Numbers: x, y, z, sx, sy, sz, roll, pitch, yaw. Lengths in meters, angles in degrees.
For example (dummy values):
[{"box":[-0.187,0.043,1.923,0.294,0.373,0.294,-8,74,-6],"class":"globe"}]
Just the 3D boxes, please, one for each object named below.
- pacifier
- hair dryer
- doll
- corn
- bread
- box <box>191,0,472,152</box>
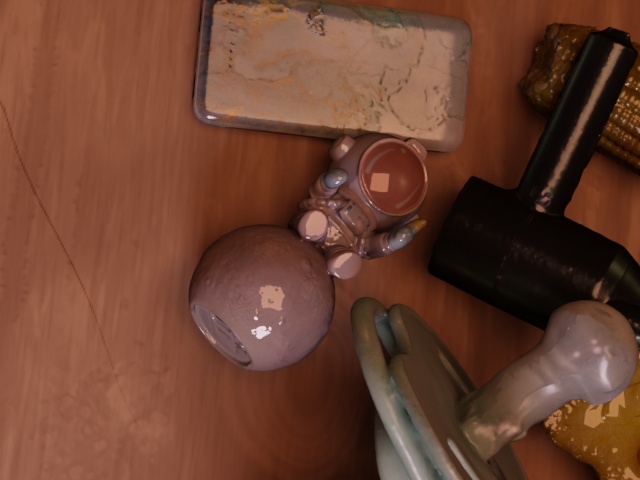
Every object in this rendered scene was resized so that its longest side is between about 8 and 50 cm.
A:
[{"box":[0.167,0.141,1.681,0.269,0.343,0.288,-36,105,8],"class":"pacifier"},{"box":[0.275,-0.050,1.779,0.244,0.116,0.302,25,100,10],"class":"hair dryer"},{"box":[0.000,0.000,1.767,0.151,0.151,0.287,48,69,-7],"class":"doll"},{"box":[0.371,-0.115,1.882,0.344,0.131,0.131,26,79,-11],"class":"corn"},{"box":[0.334,0.199,1.867,0.233,0.088,0.161,43,81,-11],"class":"bread"},{"box":[0.014,-0.173,1.830,0.285,0.044,0.142,6,88,-15],"class":"box"}]
